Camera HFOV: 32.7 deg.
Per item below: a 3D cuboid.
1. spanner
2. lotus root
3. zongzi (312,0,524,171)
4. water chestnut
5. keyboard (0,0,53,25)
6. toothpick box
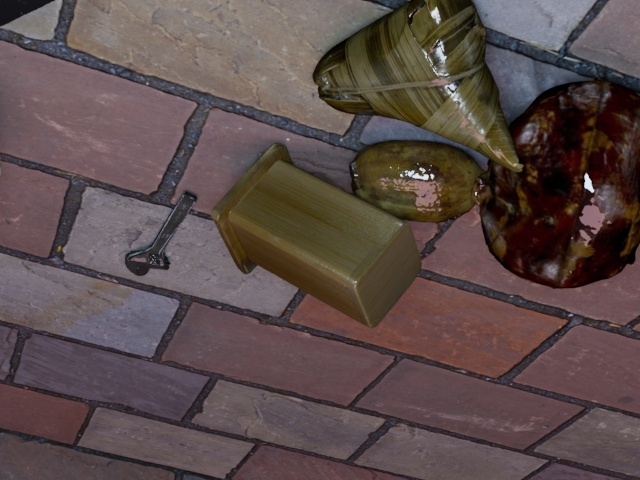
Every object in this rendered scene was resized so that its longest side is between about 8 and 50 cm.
[{"bbox_3d":[-0.313,-0.010,2.171,0.093,0.026,0.325,19,143,-17],"label":"spanner"},{"bbox_3d":[0.178,-0.101,1.853,0.260,0.128,0.145,3,137,4],"label":"lotus root"},{"bbox_3d":[0.145,-0.195,1.615,0.286,0.134,0.288,-22,96,44],"label":"zongzi"},{"bbox_3d":[0.417,-0.076,1.668,0.347,0.335,0.335,22,146,4],"label":"water chestnut"},{"bbox_3d":[-0.448,-0.372,1.656,0.195,0.018,0.060,-15,148,30],"label":"keyboard"},{"bbox_3d":[0.000,0.000,1.862,0.308,0.187,0.190,28,155,32],"label":"toothpick box"}]
